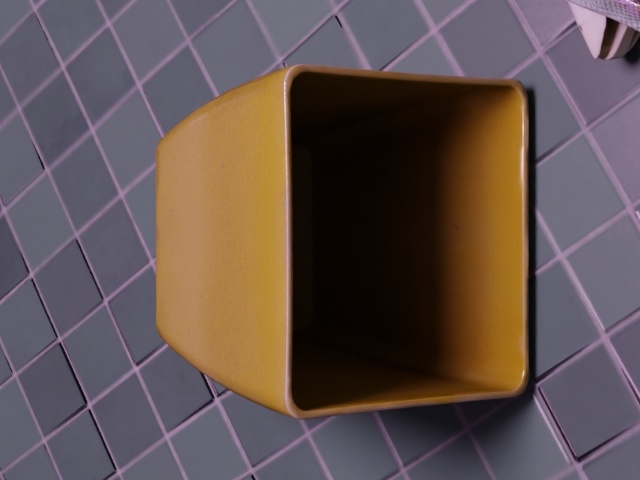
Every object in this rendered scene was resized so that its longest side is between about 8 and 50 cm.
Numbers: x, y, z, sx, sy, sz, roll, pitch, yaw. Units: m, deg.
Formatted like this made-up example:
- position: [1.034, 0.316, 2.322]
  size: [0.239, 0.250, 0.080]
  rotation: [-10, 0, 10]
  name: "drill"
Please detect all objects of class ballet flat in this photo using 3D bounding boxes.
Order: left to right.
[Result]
- position: [0.213, -0.136, 1.055]
  size: [0.221, 0.077, 0.079]
  rotation: [35, 130, 31]
  name: "ballet flat"

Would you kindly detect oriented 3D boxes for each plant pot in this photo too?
- position: [0.000, 0.000, 1.139]
  size: [0.187, 0.212, 0.212]
  rotation: [0, 91, 49]
  name: "plant pot"
